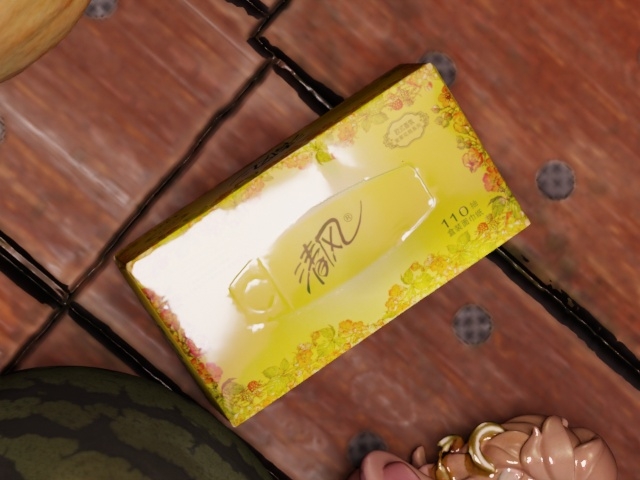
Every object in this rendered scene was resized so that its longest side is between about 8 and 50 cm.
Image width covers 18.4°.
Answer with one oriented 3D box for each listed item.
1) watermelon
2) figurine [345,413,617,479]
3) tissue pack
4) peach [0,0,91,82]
[{"bbox_3d":[-0.107,0.161,0.872,0.212,0.212,0.212,-1,95,-12],"label":"watermelon"},{"bbox_3d":[0.069,0.137,0.964,0.157,0.114,0.126,-50,138,-32],"label":"figurine"},{"bbox_3d":[0.000,0.000,0.951,0.176,0.062,0.095,-34,100,-8],"label":"tissue pack"},{"bbox_3d":[-0.175,-0.175,0.824,0.233,0.232,0.232,-1,95,-12],"label":"peach"}]
